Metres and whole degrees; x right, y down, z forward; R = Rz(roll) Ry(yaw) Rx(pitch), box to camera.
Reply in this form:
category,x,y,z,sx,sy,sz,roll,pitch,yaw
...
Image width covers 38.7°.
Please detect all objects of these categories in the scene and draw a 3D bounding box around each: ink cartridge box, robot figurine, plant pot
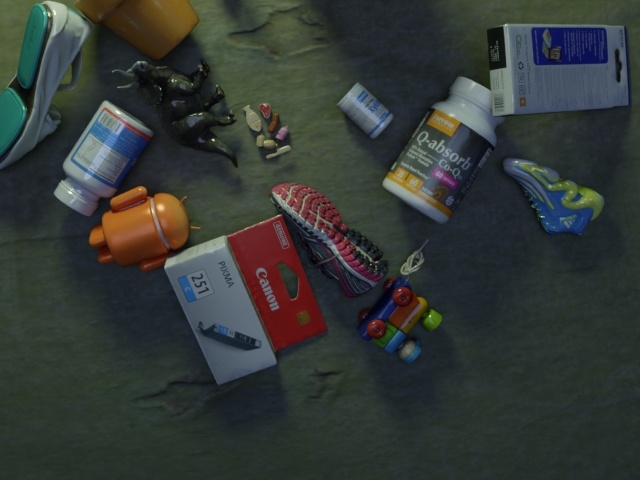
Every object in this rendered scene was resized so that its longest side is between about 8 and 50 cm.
category,x,y,z,sx,sy,sz,roll,pitch,yaw
ink cartridge box,0.496,-0.352,1.869,0.371,0.069,0.175,-9,96,-33
robot figurine,-0.367,-0.021,1.896,0.219,0.128,0.158,-19,81,1
ink cartridge box,-0.150,0.126,1.911,0.261,0.066,0.296,-21,110,1
plant pot,-0.353,-0.472,1.831,0.205,0.205,0.188,-42,111,2

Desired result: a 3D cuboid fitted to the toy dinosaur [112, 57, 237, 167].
category,x,y,z,sx,sy,sz,roll,pitch,yaw
toy dinosaur,-0.278,-0.275,1.892,0.160,0.121,0.313,-28,124,7

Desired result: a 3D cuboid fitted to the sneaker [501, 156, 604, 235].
category,x,y,z,sx,sy,sz,roll,pitch,yaw
sneaker,0.479,-0.084,1.932,0.240,0.091,0.126,24,95,-4

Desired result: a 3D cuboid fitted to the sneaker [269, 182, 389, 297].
category,x,y,z,sx,sy,sz,roll,pitch,yaw
sneaker,0.000,0.000,1.918,0.299,0.121,0.112,45,123,3

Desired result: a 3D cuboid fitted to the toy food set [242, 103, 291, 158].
category,x,y,z,sx,sy,sz,roll,pitch,yaw
toy food set,-0.109,-0.238,1.938,0.078,0.019,0.122,-21,88,0

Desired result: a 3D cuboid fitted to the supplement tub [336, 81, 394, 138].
category,x,y,z,sx,sy,sz,roll,pitch,yaw
supplement tub,0.095,-0.272,1.913,0.107,0.071,0.071,42,93,-6

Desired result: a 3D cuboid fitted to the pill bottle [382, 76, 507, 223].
category,x,y,z,sx,sy,sz,roll,pitch,yaw
pill bottle,0.263,-0.186,1.880,0.162,0.162,0.278,31,94,-4

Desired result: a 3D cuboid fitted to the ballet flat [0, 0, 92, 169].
category,x,y,z,sx,sy,sz,roll,pitch,yaw
ballet flat,-0.569,-0.295,1.848,0.139,0.139,0.400,30,117,-4

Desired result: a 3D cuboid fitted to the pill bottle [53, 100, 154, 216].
category,x,y,z,sx,sy,sz,roll,pitch,yaw
pill bottle,-0.453,-0.166,1.881,0.124,0.124,0.221,34,94,-4

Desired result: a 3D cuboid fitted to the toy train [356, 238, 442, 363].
category,x,y,z,sx,sy,sz,roll,pitch,yaw
toy train,0.205,0.136,1.944,0.143,0.105,0.248,38,93,-15
